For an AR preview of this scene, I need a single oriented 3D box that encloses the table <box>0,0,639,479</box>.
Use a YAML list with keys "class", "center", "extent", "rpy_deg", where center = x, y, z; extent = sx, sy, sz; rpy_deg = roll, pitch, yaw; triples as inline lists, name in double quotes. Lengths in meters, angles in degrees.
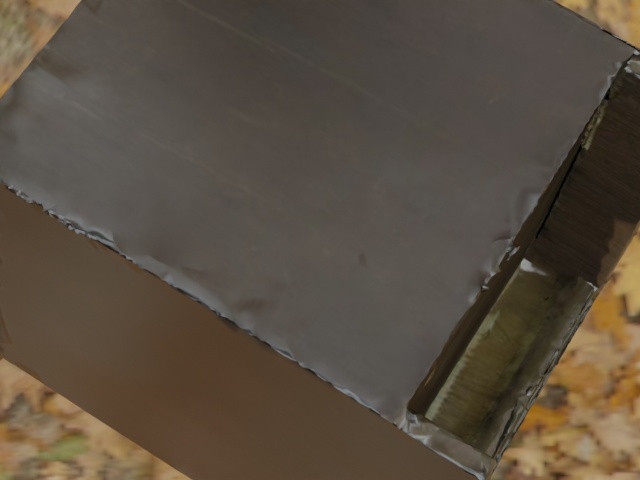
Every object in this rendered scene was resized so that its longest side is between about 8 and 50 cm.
- class: "table"
  center: [0.000, 0.000, 0.676]
  extent: [0.193, 0.172, 0.169]
  rpy_deg: [30, 64, 8]
